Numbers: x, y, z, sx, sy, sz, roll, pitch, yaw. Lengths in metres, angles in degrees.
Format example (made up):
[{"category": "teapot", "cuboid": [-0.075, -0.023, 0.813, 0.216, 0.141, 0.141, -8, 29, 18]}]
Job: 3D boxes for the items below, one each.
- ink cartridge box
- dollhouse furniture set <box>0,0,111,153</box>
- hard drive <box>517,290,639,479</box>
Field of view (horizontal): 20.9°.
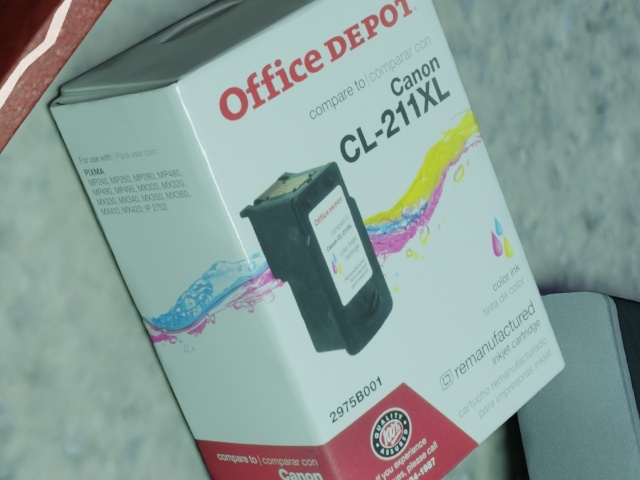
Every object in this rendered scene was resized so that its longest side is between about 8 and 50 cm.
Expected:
[{"category": "ink cartridge box", "cuboid": [0.000, 0.000, 0.621, 0.127, 0.072, 0.175, -36, 112, -37]}, {"category": "dollhouse furniture set", "cuboid": [-0.097, -0.198, 0.407, 0.201, 0.152, 0.374, 35, 88, -35]}, {"category": "hard drive", "cuboid": [0.167, 0.144, 0.725, 0.172, 0.054, 0.254, 13, 56, -41]}]
